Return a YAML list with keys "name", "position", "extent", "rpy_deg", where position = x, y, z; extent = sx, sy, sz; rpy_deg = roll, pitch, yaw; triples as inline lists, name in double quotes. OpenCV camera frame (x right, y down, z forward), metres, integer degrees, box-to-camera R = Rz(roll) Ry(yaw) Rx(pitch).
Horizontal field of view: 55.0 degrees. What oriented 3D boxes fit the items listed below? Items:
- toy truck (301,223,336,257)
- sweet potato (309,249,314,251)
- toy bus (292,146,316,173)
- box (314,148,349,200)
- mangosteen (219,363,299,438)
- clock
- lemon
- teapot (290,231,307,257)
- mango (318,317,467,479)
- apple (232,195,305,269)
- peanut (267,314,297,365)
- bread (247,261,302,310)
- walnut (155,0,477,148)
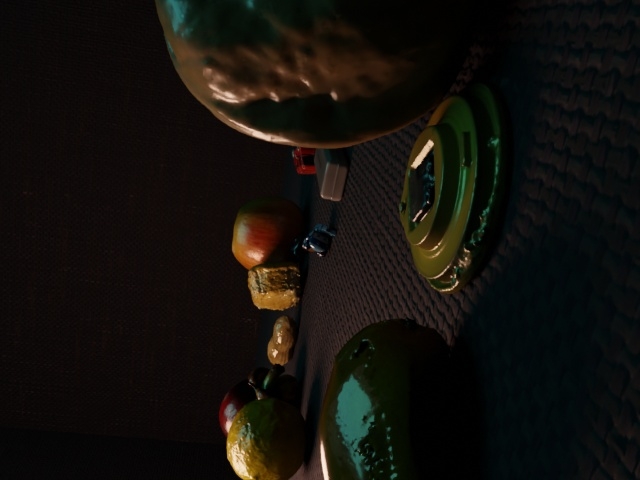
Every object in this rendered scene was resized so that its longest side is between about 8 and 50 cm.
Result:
- name: "toy truck"
  position: [0.000, 0.000, 1.504]
  extent: [0.074, 0.063, 0.136]
  rpy_deg: [-63, 12, 0]
- name: "sweet potato"
  position: [-0.020, 0.015, 1.700]
  extent: [0.095, 0.034, 0.034]
  rpy_deg: [169, 109, -70]
- name: "toy bus"
  position: [-0.038, -0.252, 1.903]
  extent: [0.195, 0.081, 0.089]
  rpy_deg: [177, 90, -80]
- name: "box"
  position: [0.024, -0.188, 1.504]
  extent: [0.244, 0.055, 0.103]
  rpy_deg: [-98, 18, -63]
- name: "mangosteen"
  position: [-0.156, 0.454, 1.695]
  extent: [0.258, 0.215, 0.215]
  rpy_deg: [-60, 13, 10]
- name: "clock"
  position: [0.132, -0.059, 0.675]
  extent: [0.237, 0.057, 0.237]
  rpy_deg: [-173, 90, -80]
- name: "lemon"
  position: [-0.126, 0.480, 1.462]
  extent: [0.192, 0.192, 0.231]
  rpy_deg: [-106, 30, -69]
- name: "teapot"
  position: [-0.060, 0.014, 1.926]
  extent: [0.068, 0.045, 0.100]
  rpy_deg: [-36, 24, 46]
- name: "mango"
  position: [0.073, 0.202, 0.616]
  extent: [0.156, 0.151, 0.249]
  rpy_deg: [33, -127, -65]
- name: "apple"
  position: [-0.173, -0.019, 2.063]
  extent: [0.286, 0.233, 0.286]
  rpy_deg: [-172, 90, -85]
- name: "peanut"
  position: [-0.118, 0.311, 1.924]
  extent: [0.089, 0.089, 0.193]
  rpy_deg: [-94, 18, -52]
- name: "bread"
  position: [-0.143, 0.143, 1.930]
  extent: [0.245, 0.174, 0.121]
  rpy_deg: [100, 171, -73]
- name: "walnut"
  position: [-0.003, -0.276, 0.715]
  extent: [0.381, 0.381, 0.381]
  rpy_deg: [-173, 90, -82]
